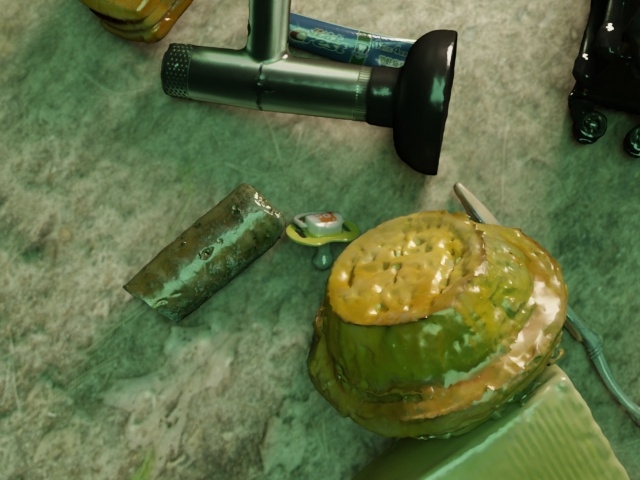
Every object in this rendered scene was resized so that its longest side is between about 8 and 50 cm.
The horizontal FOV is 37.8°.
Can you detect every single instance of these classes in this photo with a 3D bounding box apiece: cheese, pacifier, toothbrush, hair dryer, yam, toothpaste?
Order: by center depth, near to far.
[{"bbox_3d":[0.189,0.284,0.913,0.242,0.124,0.265,-34,103,-10],"label":"cheese"},{"bbox_3d":[0.004,-0.234,0.962,0.320,0.284,0.155,16,38,2],"label":"hair dryer"},{"bbox_3d":[-0.120,0.017,0.997,0.179,0.078,0.078,-41,85,-9],"label":"yam"},{"bbox_3d":[0.000,0.000,1.025,0.083,0.068,0.064,-9,116,-25],"label":"pacifier"},{"bbox_3d":[0.269,0.081,1.034,0.037,0.028,0.375,-39,85,-14],"label":"toothbrush"},{"bbox_3d":[0.024,-0.226,1.066,0.197,0.035,0.057,15,97,-2],"label":"toothpaste"}]

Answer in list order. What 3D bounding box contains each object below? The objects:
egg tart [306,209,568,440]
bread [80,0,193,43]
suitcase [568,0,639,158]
[{"bbox_3d":[0.100,0.060,0.915,0.288,0.288,0.118,-36,123,-8],"label":"egg tart"},{"bbox_3d":[-0.176,-0.313,1.034,0.116,0.077,0.200,19,70,36],"label":"bread"},{"bbox_3d":[0.403,-0.323,0.980,0.194,0.283,0.434,13,80,2],"label":"suitcase"}]
